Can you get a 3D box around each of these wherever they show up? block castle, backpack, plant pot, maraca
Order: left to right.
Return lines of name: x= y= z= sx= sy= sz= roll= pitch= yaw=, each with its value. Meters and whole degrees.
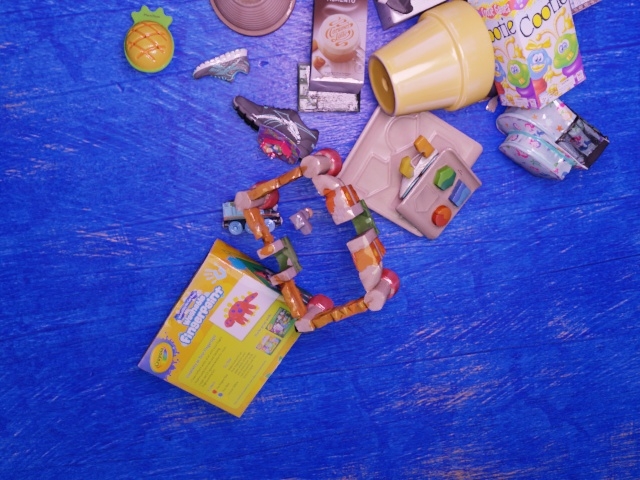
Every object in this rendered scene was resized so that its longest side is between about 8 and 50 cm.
maraca: x=-0.454 y=-0.535 z=1.182 sx=0.127 sy=0.099 sz=0.185 roll=4 pitch=83 yaw=-11
plant pot: x=-0.179 y=-0.656 z=1.141 sx=0.237 sy=0.109 sz=0.237 roll=0 pitch=110 yaw=-1
block castle: x=0.000 y=0.000 z=1.219 sx=0.303 sy=0.213 sz=0.453 roll=-25 pitch=93 yaw=22
plant pot: x=0.261 y=-0.430 z=1.117 sx=0.239 sy=0.254 sz=0.254 roll=-24 pitch=108 yaw=-6
backpack: x=0.612 y=-0.292 z=1.228 sx=0.253 sy=0.225 sz=0.191 roll=41 pitch=98 yaw=-10

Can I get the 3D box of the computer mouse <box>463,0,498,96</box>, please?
computer mouse: x=0.396 y=-0.498 z=1.162 sx=0.072 sy=0.188 sz=0.272 roll=-28 pitch=106 yaw=-13

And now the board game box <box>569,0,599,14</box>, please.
board game box: x=0.541 y=-0.663 z=1.142 sx=0.291 sy=0.141 sz=0.232 roll=-25 pitch=107 yaw=7

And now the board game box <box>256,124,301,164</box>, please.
board game box: x=-0.126 y=-0.254 z=1.247 sx=0.133 sy=0.169 sz=0.033 roll=33 pitch=75 yaw=-6

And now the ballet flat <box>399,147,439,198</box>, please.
ballet flat: x=0.268 y=-0.197 z=1.268 sx=0.052 sy=0.057 sz=0.168 roll=41 pitch=100 yaw=10

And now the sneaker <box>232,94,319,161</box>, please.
sneaker: x=-0.125 y=-0.336 z=1.270 sx=0.267 sy=0.101 sz=0.106 roll=34 pitch=87 yaw=-16

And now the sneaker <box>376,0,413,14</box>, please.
sneaker: x=0.231 y=-0.618 z=0.999 sx=0.106 sy=0.078 sz=0.234 roll=32 pitch=110 yaw=-14

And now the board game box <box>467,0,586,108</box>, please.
board game box: x=0.483 y=-0.470 z=1.040 sx=0.142 sy=0.144 sz=0.275 roll=-33 pitch=116 yaw=-3

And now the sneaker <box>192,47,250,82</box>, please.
sneaker: x=-0.270 y=-0.468 z=1.226 sx=0.167 sy=0.065 sz=0.076 roll=-19 pitch=112 yaw=6

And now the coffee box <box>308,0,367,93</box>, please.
coffee box: x=0.044 y=-0.524 z=1.164 sx=0.141 sy=0.098 sz=0.246 roll=2 pitch=92 yaw=-4

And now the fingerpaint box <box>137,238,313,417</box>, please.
fingerpaint box: x=-0.293 y=0.281 z=1.421 sx=0.371 sy=0.163 sz=0.444 roll=31 pitch=103 yaw=-12

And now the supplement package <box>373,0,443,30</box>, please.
supplement package: x=0.200 y=-0.709 z=1.098 sx=0.178 sy=0.175 sz=0.293 roll=-21 pitch=108 yaw=6

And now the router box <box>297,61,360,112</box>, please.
router box: x=0.024 y=-0.430 z=1.254 sx=0.179 sy=0.046 sz=0.133 roll=0 pitch=107 yaw=-2

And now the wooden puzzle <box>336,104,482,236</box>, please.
wooden puzzle: x=0.253 y=-0.222 z=1.320 sx=0.348 sy=0.080 sz=0.322 roll=27 pitch=106 yaw=-15

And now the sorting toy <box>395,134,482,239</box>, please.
sorting toy: x=0.320 y=-0.146 z=1.257 sx=0.307 sy=0.041 sz=0.229 roll=33 pitch=100 yaw=-40

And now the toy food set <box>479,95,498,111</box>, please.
toy food set: x=0.436 y=-0.451 z=1.264 sx=0.192 sy=0.038 sz=0.132 roll=17 pitch=107 yaw=-7

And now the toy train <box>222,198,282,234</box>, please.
toy train: x=-0.208 y=-0.077 z=1.350 sx=0.184 sy=0.080 sz=0.105 roll=-4 pitch=103 yaw=0
